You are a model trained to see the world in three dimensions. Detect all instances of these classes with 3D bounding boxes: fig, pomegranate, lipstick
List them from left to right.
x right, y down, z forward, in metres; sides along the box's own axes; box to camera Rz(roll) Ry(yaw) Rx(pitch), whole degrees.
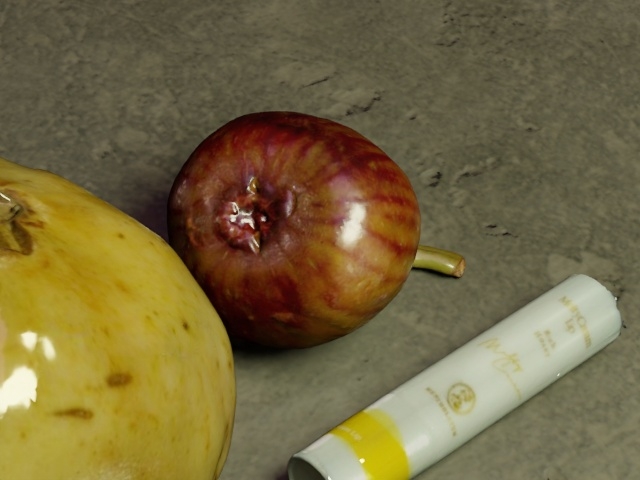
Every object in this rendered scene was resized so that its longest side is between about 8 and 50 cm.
[{"bbox_3d":[-0.218,0.108,1.069,0.332,0.332,0.332,4,49,-4],"label":"pomegranate"},{"bbox_3d":[-0.008,-0.002,1.308,0.175,0.207,0.175,-2,85,18],"label":"fig"},{"bbox_3d":[0.095,0.104,1.272,0.264,0.059,0.059,-29,59,-29],"label":"lipstick"}]
